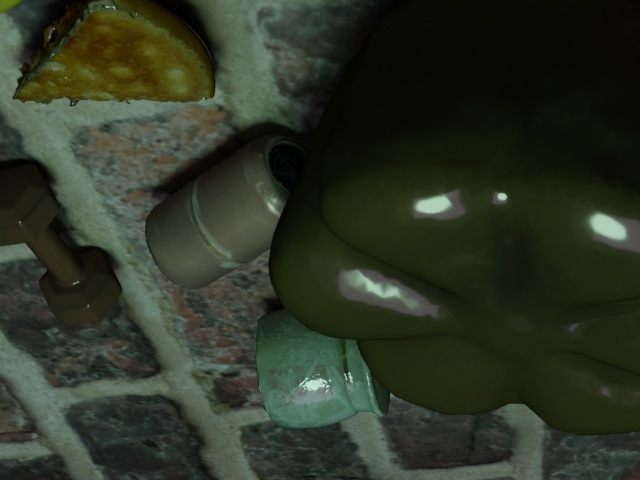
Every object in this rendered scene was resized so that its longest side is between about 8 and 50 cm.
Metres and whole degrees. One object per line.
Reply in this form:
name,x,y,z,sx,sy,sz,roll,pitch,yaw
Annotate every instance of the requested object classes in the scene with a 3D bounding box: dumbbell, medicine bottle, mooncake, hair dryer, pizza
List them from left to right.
dumbbell,-0.297,0.008,1.625,0.082,0.092,0.231,-30,142,-2
pizza,-0.206,-0.177,1.362,0.193,0.053,0.201,-10,156,15
hair dryer,0.000,0.000,1.609,0.344,0.106,0.189,20,142,-40
medicine bottle,0.007,0.147,1.762,0.143,0.147,0.147,-9,145,10
mooncake,0.195,-0.008,1.361,0.467,0.262,0.467,11,146,7

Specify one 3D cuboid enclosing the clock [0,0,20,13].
clock,-0.341,-0.264,1.142,0.277,0.071,0.293,3,146,-2
